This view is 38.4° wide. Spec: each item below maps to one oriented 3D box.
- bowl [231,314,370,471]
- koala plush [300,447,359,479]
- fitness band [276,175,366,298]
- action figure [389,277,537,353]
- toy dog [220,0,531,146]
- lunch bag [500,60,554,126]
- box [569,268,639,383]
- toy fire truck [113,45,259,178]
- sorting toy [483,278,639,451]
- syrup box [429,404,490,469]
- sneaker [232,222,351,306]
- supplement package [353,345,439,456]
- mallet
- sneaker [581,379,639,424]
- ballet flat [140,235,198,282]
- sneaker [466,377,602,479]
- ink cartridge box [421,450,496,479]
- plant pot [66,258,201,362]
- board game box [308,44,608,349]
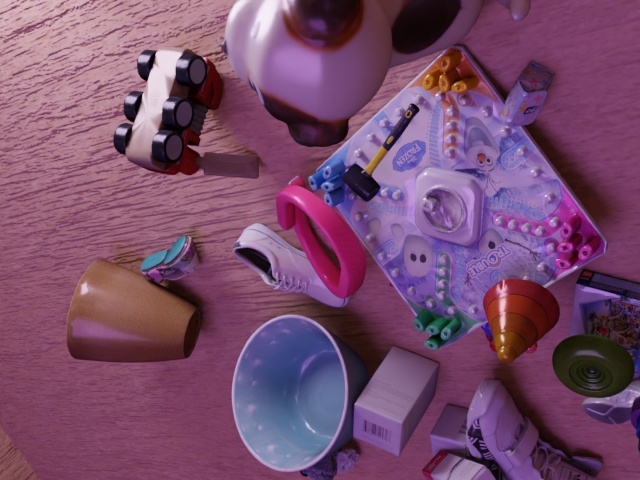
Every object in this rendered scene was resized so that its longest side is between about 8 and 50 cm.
[{"bbox_3d":[-0.017,0.314,1.894,0.311,0.163,0.312,-9,77,40],"label":"bowl"},{"bbox_3d":[-0.008,0.455,2.077,0.196,0.203,0.221,15,153,25],"label":"koala plush"},{"bbox_3d":[0.000,0.000,1.660,0.209,0.054,0.291,51,167,16],"label":"fitness band"},{"bbox_3d":[0.269,0.102,1.615,0.280,0.091,0.139,33,146,9],"label":"action figure"},{"bbox_3d":[0.040,-0.294,1.222,0.395,0.408,0.284,30,137,13],"label":"toy dog"},{"bbox_3d":[0.301,-0.209,1.343,0.053,0.083,0.071,32,136,11],"label":"lunch bag"},{"bbox_3d":[0.501,0.169,1.539,0.159,0.044,0.233,15,131,25],"label":"box"},{"bbox_3d":[-0.222,-0.210,1.677,0.158,0.217,0.246,12,172,28],"label":"toy fire truck"},{"bbox_3d":[0.393,0.215,1.417,0.365,0.126,0.127,37,133,-5],"label":"sorting toy"},{"bbox_3d":[0.295,0.461,1.894,0.096,0.093,0.237,10,129,29],"label":"syrup box"},{"bbox_3d":[-0.062,0.068,1.828,0.258,0.091,0.094,30,137,12],"label":"sneaker"},{"bbox_3d":[0.150,0.315,1.813,0.105,0.179,0.105,19,133,22],"label":"supplement package"},{"bbox_3d":[0.108,-0.137,1.469,0.062,0.039,0.190,51,129,9],"label":"mallet"},{"bbox_3d":[0.513,0.267,1.530,0.152,0.061,0.054,-13,122,34],"label":"sneaker"},{"bbox_3d":[-0.318,0.047,2.021,0.079,0.077,0.221,36,146,-22],"label":"ballet flat"},{"bbox_3d":[0.411,0.407,1.740,0.210,0.137,0.366,5,132,32],"label":"sneaker"},{"bbox_3d":[0.280,0.476,1.762,0.109,0.063,0.150,56,159,-15],"label":"ink cartridge box"},{"bbox_3d":[-0.413,0.186,2.104,0.254,0.237,0.237,13,132,10],"label":"plant pot"},{"bbox_3d":[0.200,-0.049,1.493,0.390,0.050,0.390,54,133,4],"label":"board game box"}]
